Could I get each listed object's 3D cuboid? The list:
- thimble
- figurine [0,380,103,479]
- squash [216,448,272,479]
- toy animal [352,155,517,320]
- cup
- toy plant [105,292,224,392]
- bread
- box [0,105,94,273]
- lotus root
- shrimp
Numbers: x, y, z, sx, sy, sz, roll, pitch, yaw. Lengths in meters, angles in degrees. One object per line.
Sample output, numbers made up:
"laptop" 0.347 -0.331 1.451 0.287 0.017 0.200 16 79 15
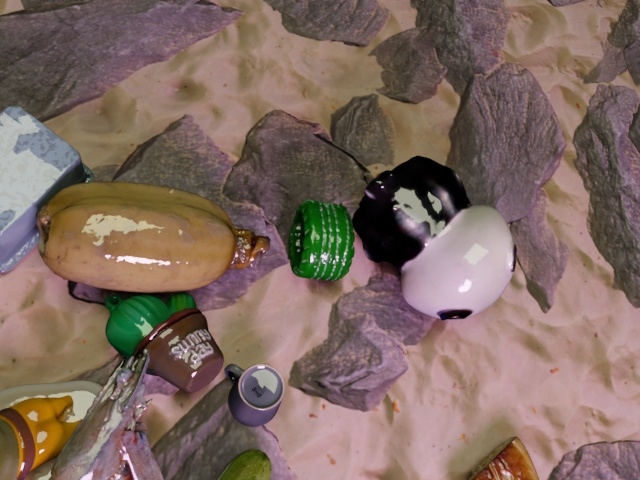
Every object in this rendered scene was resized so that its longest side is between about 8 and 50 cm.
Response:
"thimble" 0.000 0.000 1.121 0.090 0.118 0.130 6 83 -15
"figurine" -0.383 0.243 0.870 0.249 0.141 0.167 -31 72 -27
"squash" -0.141 0.379 0.904 0.069 0.069 0.239 34 58 5
"toy animal" 0.193 0.001 1.131 0.212 0.212 0.267 -36 80 -28
"cup" -0.100 0.215 0.998 0.100 0.077 0.078 39 60 8
"toy plant" -0.227 0.130 0.999 0.200 0.105 0.142 40 48 22
"bread" 0.279 0.360 1.036 0.154 0.054 0.136 26 60 -7
"box" -0.466 -0.080 1.028 0.162 0.130 0.227 38 64 -2
"lotus root" -0.245 0.001 1.031 0.342 0.152 0.169 7 33 -23
"shrimp" -0.261 0.300 0.888 0.164 0.062 0.317 27 71 -28
